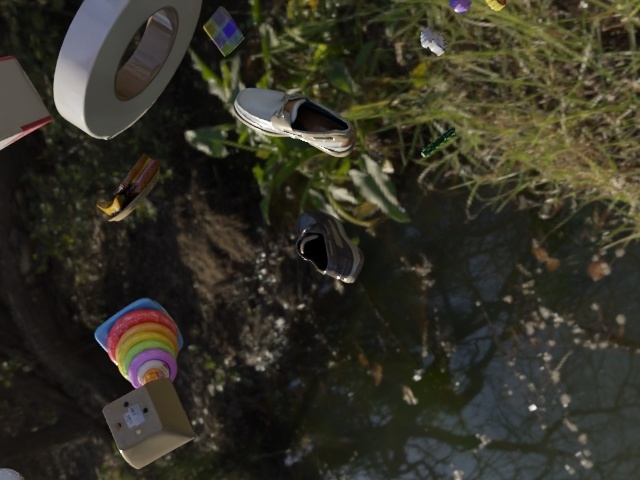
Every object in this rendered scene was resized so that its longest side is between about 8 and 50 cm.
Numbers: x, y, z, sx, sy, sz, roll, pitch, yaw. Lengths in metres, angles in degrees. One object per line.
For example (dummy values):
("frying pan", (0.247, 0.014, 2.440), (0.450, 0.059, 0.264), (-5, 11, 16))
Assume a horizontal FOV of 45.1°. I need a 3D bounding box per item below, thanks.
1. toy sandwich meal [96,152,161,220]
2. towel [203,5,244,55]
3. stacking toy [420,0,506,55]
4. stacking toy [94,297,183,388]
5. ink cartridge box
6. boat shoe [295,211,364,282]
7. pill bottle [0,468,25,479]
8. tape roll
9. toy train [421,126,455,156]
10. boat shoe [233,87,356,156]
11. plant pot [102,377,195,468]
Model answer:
("toy sandwich meal", (-0.198, -0.055, 0.796), (0.029, 0.086, 0.085), (44, 155, -21))
("towel", (-0.191, -0.410, 1.510), (0.060, 0.009, 0.083), (-39, 78, 21))
("stacking toy", (0.255, -0.465, 1.401), (0.167, 0.052, 0.221), (-32, 47, 46))
("stacking toy", (-0.377, 0.271, 1.696), (0.175, 0.165, 0.302), (59, 174, -28))
("ink cartridge box", (-0.569, -0.144, 1.115), (0.117, 0.283, 0.207), (61, -166, -14))
("boat shoe", (0.000, 0.000, 2.295), (0.355, 0.130, 0.132), (43, 116, 54))
("pill bottle", (-0.313, 0.447, 0.859), (0.204, 0.204, 0.361), (7, 128, 55))
("tape roll", (-0.365, -0.377, 1.495), (0.072, 0.392, 0.392), (32, 138, 4))
("toy train", (0.222, -0.186, 1.455), (0.017, 0.083, 0.023), (51, 168, -4))
("boat shoe", (-0.059, -0.291, 1.772), (0.302, 0.113, 0.103), (18, 164, 6))
("plant pot", (-0.274, 0.278, 1.188), (0.109, 0.109, 0.096), (61, 179, 19))
